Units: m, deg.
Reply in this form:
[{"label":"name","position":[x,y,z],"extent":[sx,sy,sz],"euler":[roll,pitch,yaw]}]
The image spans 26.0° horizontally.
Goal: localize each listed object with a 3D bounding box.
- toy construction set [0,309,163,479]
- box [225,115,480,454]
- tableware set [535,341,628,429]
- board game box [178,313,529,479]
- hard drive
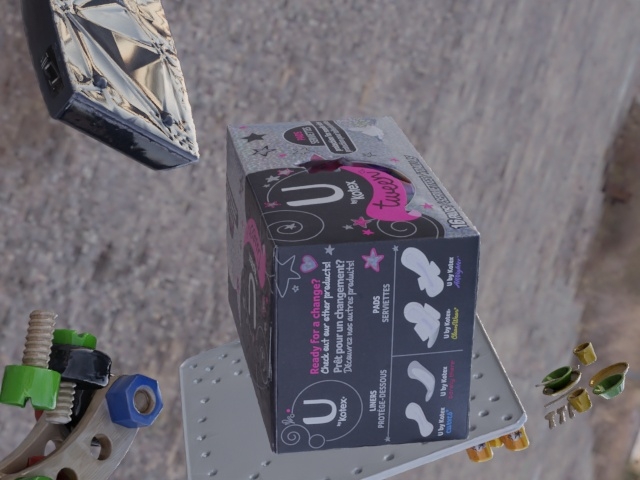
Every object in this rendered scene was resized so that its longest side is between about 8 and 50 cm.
[{"label":"toy construction set","position":[-0.277,0.188,0.971],"extent":[0.257,0.309,0.237],"euler":[41,52,-65]},{"label":"box","position":[0.011,0.021,1.009],"extent":[0.247,0.142,0.163],"euler":[-117,-155,-64]},{"label":"tableware set","position":[0.282,0.148,1.500],"extent":[0.104,0.024,0.154],"euler":[-30,-172,14]},{"label":"board game box","position":[0.024,0.197,1.692],"extent":[0.390,0.390,0.050],"euler":[-107,176,-64]},{"label":"hard drive","position":[-0.203,-0.185,1.294],"extent":[0.054,0.254,0.172],"euler":[-36,140,24]}]
